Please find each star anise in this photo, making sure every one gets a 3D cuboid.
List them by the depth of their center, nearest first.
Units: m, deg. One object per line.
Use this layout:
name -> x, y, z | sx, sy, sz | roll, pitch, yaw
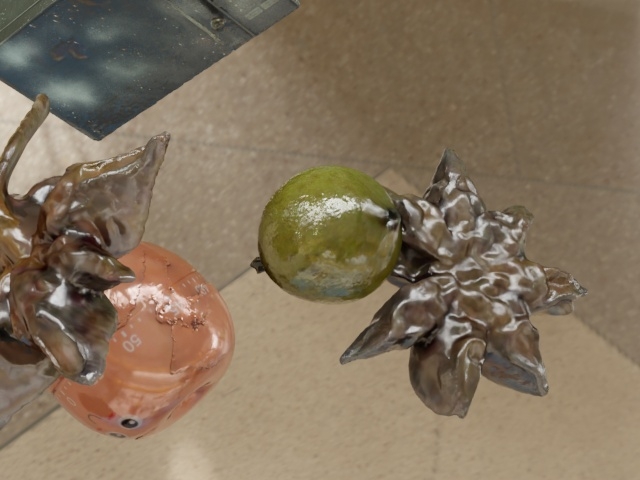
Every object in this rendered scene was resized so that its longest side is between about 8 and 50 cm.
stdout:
star anise -> -0.255, 0.011, 1.186 | 0.109, 0.292, 0.349 | 34, 65, -46
star anise -> 0.138, 0.044, 1.407 | 0.315, 0.108, 0.315 | 8, 69, -23

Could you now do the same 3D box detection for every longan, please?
longan -> 0.000, 0.000, 1.320 | 0.155, 0.176, 0.145 | 38, 34, -49

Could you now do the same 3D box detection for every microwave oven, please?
microwave oven -> -0.261, -0.412, 1.894 | 0.236, 0.432, 0.374 | 33, 43, -38

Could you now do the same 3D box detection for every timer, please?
timer -> -0.223, 0.119, 1.547 | 0.215, 0.229, 0.229 | 42, 55, 4
